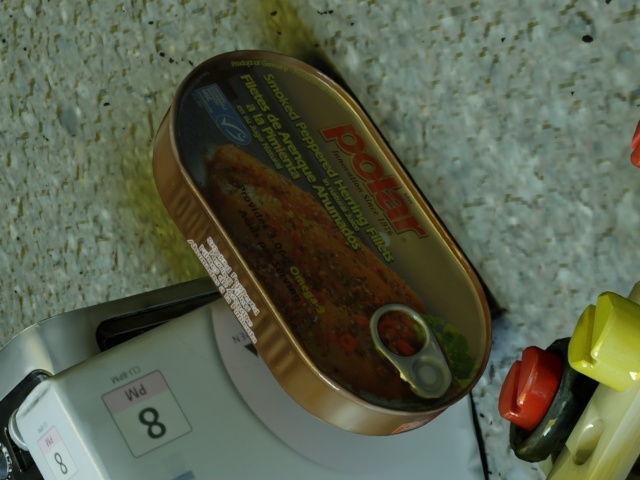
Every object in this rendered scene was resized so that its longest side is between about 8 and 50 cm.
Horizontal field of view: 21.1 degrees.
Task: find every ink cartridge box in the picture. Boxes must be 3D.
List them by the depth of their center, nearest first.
[{"bbox_3d":[0.003,0.132,0.757,0.232,0.189,0.066,58,143,11],"label":"ink cartridge box"}]

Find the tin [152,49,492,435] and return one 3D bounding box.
[{"bbox_3d":[0.000,0.000,0.766,0.190,0.106,0.040,57,146,14],"label":"tin"}]

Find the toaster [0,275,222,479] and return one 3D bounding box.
[{"bbox_3d":[-0.062,0.115,0.836,0.110,0.185,0.168,-43,67,50],"label":"toaster"}]

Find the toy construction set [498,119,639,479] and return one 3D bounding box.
[{"bbox_3d":[0.145,0.055,0.535,0.151,0.215,0.328,40,96,-12],"label":"toy construction set"}]
